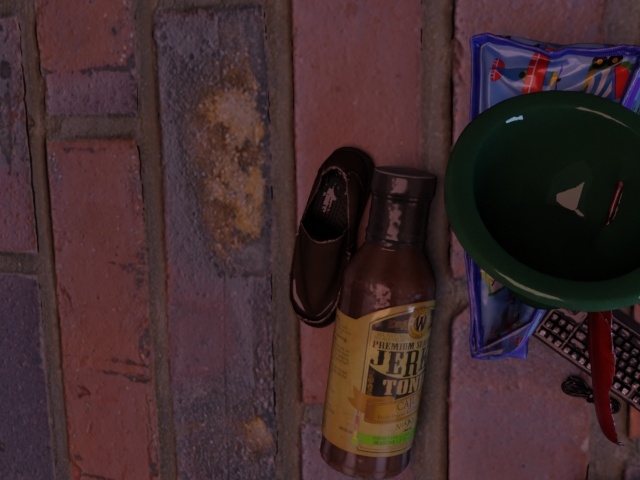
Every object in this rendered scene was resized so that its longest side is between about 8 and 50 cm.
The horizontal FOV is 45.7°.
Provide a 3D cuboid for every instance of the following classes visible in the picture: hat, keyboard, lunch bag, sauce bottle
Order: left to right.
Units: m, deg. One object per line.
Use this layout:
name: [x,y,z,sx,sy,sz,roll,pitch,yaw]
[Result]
sauce bottle: [0.069,0.092,0.847,0.111,0.111,0.344,11,105,21]
hat: [0.174,0.020,0.592,0.173,0.183,0.208,8,60,7]
lunch bag: [0.208,-0.029,0.705,0.138,0.221,0.293,11,103,22]
keyboard: [0.309,0.136,0.800,0.180,0.023,0.108,37,111,14]

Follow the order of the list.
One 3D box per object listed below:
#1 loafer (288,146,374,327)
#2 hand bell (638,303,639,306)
loafer: [0.000,0.000,0.878,0.080,0.078,0.220,15,105,20]
hand bell: [0.332,0.055,0.655,0.126,0.242,0.126,4,100,23]
